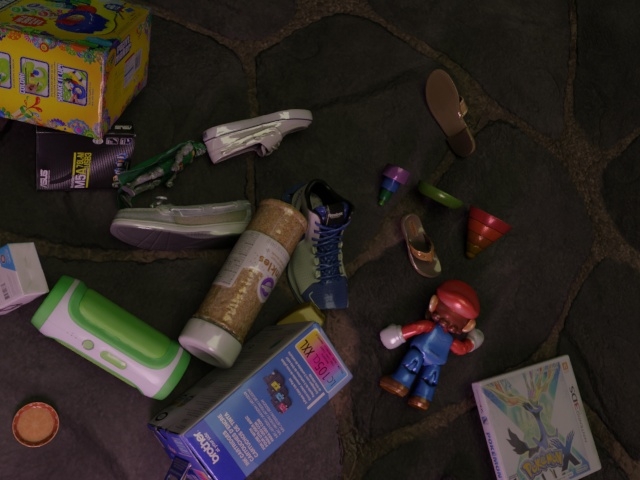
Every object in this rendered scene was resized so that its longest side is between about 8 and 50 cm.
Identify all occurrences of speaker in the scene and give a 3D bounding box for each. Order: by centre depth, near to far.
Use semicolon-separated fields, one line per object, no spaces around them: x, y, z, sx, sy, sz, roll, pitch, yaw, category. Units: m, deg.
-0.408;0.192;1.418;0.297;0.131;0.131;36;66;-15;speaker

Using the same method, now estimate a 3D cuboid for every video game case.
0.538;0.461;1.779;0.329;0.036;0.299;-8;79;-32;video game case

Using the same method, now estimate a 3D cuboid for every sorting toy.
0.301;-0.062;1.824;0.366;0.127;0.126;25;98;-12;sorting toy

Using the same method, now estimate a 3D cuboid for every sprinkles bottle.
-0.153;0.083;1.482;0.121;0.121;0.355;33;65;-12;sprinkles bottle

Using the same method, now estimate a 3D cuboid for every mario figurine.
0.266;0.238;1.724;0.320;0.170;0.198;-58;138;-14;mario figurine

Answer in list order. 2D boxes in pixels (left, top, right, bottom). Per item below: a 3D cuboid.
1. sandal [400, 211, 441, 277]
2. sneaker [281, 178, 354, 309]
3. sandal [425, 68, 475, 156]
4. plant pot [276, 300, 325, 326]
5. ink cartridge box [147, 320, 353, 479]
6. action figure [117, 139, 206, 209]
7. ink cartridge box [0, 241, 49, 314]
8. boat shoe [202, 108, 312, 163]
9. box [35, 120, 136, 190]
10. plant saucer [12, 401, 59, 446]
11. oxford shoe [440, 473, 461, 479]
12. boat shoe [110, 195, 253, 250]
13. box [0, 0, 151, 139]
0.251;0.014;1.780;0.072;0.049;0.180;-27;103;-20;sandal
0.000;-0.001;1.617;0.128;0.182;0.315;-8;79;-23;sneaker
0.356;-0.342;1.931;0.079;0.088;0.240;-28;95;-57;sandal
-0.036;0.181;1.591;0.083;0.081;0.081;-39;94;10;plant pot
-0.166;0.334;1.408;0.395;0.270;0.151;-36;97;-26;ink cartridge box
-0.336;-0.155;1.562;0.063;0.137;0.232;44;54;5;action figure
-0.609;0.081;1.375;0.060;0.180;0.104;-9;78;-59;ink cartridge box
-0.136;-0.239;1.673;0.268;0.096;0.088;-16;87;-24;boat shoe
-0.479;-0.170;1.457;0.184;0.190;0.045;-4;59;-25;box
-0.548;0.354;1.387;0.084;0.013;0.083;6;73;-21;plant saucer
0.341;0.640;1.659;0.096;0.083;0.227;-15;82;-45;oxford shoe
-0.291;-0.043;1.549;0.321;0.118;0.103;0;69;-27;boat shoe
-0.508;-0.359;1.395;0.279;0.177;0.290;12;33;-2;box
